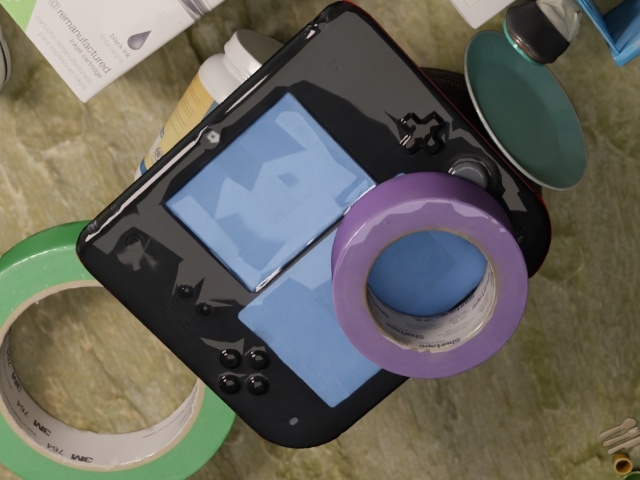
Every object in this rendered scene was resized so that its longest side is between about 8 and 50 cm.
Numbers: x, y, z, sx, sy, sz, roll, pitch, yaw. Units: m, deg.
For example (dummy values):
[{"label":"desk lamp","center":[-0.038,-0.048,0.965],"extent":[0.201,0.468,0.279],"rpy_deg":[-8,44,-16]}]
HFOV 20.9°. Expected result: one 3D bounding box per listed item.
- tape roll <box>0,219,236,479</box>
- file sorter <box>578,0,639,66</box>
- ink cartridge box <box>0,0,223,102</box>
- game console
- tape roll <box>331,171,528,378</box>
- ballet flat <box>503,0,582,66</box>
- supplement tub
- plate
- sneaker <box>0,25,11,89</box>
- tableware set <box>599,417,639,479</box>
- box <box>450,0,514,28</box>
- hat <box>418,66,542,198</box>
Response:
[{"label":"tape roll","center":[-0.245,0.137,1.945],"extent":[0.321,0.077,0.321],"rpy_deg":[1,112,1]},{"label":"file sorter","center":[0.309,-0.265,1.718],"extent":[0.118,0.170,0.104],"rpy_deg":[-34,104,14]},{"label":"ink cartridge box","center":[-0.187,-0.303,1.738],"extent":[0.273,0.115,0.198],"rpy_deg":[-34,107,14]},{"label":"game console","center":[0.000,0.000,1.741],"extent":[0.386,0.060,0.342],"rpy_deg":[-41,109,13]},{"label":"tape roll","center":[0.104,0.033,1.689],"extent":[0.189,0.080,0.189],"rpy_deg":[-1,111,-2]},{"label":"ballet flat","center":[0.227,-0.218,1.724],"extent":[0.074,0.203,0.074],"rpy_deg":[2,98,13]},{"label":"supplement tub","center":[-0.088,-0.104,1.804],"extent":[0.144,0.144,0.200],"rpy_deg":[30,110,-11]},{"label":"plate","center":[0.205,-0.129,1.774],"extent":[0.024,0.188,0.188],"rpy_deg":[-33,110,34]},{"label":"sneaker","center":[-0.385,-0.248,1.778],"extent":[0.090,0.095,0.235],"rpy_deg":[-20,109,11]},{"label":"tableware set","center":[0.408,0.238,2.003],"extent":[0.154,0.024,0.104],"rpy_deg":[-25,110,10]},{"label":"box","center":[0.202,-0.321,1.724],"extent":[0.203,0.114,0.103],"rpy_deg":[-35,106,16]},{"label":"hat","center":[0.092,-0.010,1.848],"extent":[0.331,0.134,0.331],"rpy_deg":[0,112,0]}]
